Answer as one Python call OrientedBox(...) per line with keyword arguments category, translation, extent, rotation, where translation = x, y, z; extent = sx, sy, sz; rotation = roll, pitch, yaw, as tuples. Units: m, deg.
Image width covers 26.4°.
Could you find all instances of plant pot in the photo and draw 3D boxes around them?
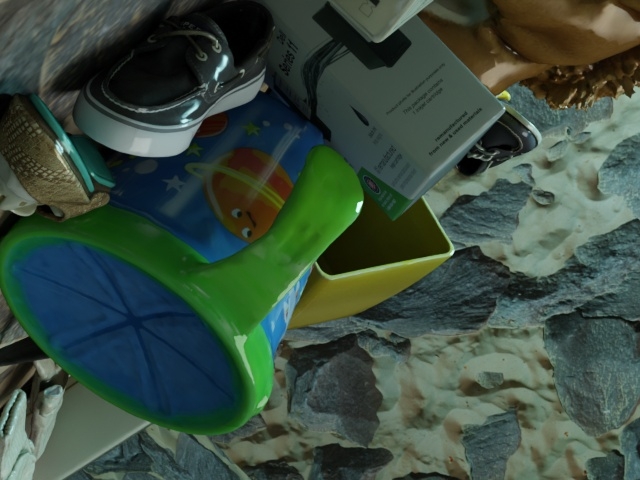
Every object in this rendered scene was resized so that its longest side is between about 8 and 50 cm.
OrientedBox(category="plant pot", translation=(0.000, 0.000, 1.718), extent=(0.212, 0.212, 0.187), rotation=(-10, 150, -37))

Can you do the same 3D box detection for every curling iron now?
OrientedBox(category="curling iron", translation=(-0.245, 0.105, 1.296), extent=(0.274, 0.035, 0.068), rotation=(-6, -118, 47))

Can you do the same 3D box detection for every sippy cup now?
OrientedBox(category="sippy cup", translation=(-0.101, -0.002, 1.094), extent=(0.224, 0.306, 0.240), rotation=(-57, 151, -35))

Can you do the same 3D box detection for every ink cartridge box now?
OrientedBox(category="ink cartridge box", translation=(0.030, -0.132, 1.083), extent=(0.087, 0.208, 0.153), rotation=(-42, 176, -14))

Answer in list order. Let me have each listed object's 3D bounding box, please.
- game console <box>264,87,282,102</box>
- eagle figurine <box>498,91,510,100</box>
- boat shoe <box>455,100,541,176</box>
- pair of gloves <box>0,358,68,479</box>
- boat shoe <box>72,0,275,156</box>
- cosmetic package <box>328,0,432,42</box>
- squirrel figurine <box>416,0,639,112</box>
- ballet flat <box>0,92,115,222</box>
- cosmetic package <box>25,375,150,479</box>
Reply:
OrientedBox(category="game console", translation=(-0.095, -0.058, 1.343), extent=(0.213, 0.044, 0.361), rotation=(1, -128, 51))
OrientedBox(category="eagle figurine", translation=(0.210, -0.285, 2.225), extent=(0.226, 0.225, 0.298), rotation=(-118, -149, -53))
OrientedBox(category="boat shoe", translation=(0.204, -0.112, 1.615), extent=(0.065, 0.075, 0.206), rotation=(-49, -178, -7))
OrientedBox(category="pair of gloves", translation=(-0.335, 0.225, 1.595), extent=(0.240, 0.042, 0.204), rotation=(-75, 180, -58))
OrientedBox(category="boat shoe", translation=(-0.088, -0.120, 0.926), extent=(0.228, 0.080, 0.076), rotation=(-34, 152, -61))
OrientedBox(category="cosmetic package", translation=(0.101, -0.272, 0.897), extent=(0.296, 0.129, 0.153), rotation=(-42, 174, -44))
OrientedBox(category="squirrel figurine", translation=(0.224, -0.214, 1.261), extent=(0.370, 0.281, 0.397), rotation=(-39, 143, 24))
OrientedBox(category="ballet flat", translation=(-0.175, -0.041, 0.853), extent=(0.067, 0.073, 0.206), rotation=(-31, 173, -3))
OrientedBox(category="cosmetic package", translation=(-0.298, 0.229, 1.830), extent=(0.309, 0.113, 0.160), rotation=(-33, 176, -4))
